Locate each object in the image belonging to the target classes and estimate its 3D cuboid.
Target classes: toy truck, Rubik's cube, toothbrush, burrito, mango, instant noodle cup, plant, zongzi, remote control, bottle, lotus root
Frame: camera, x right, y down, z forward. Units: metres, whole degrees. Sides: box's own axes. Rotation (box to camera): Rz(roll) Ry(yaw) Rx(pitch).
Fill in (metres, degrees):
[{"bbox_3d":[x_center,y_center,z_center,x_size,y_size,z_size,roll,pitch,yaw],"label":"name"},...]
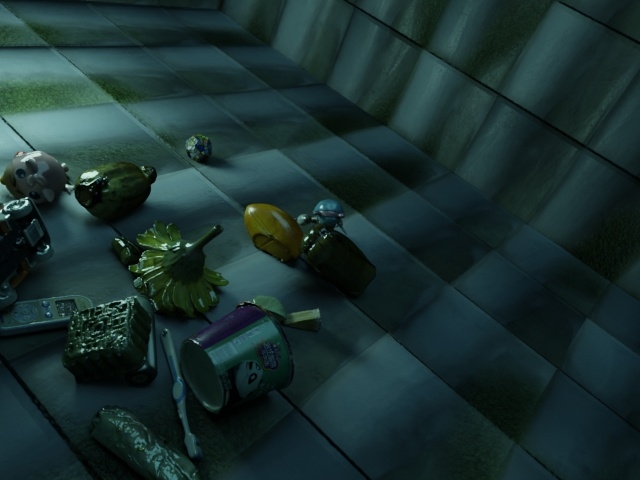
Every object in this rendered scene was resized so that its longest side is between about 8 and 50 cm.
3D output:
[{"bbox_3d":[-0.830,0.054,1.358,0.207,0.173,0.387,-4,33,9],"label":"toy truck"},{"bbox_3d":[-0.488,-0.371,2.266,0.111,0.111,0.093,28,61,4],"label":"Rubik's cube"},{"bbox_3d":[-0.350,0.362,1.390,0.040,0.040,0.386,2,40,-32],"label":"toothbrush"},{"bbox_3d":[-0.366,0.460,1.220,0.309,0.066,0.096,34,39,13],"label":"burrito"},{"bbox_3d":[-0.162,-0.034,1.977,0.252,0.154,0.126,42,27,0],"label":"mango"},{"bbox_3d":[-0.217,0.298,1.402,0.190,0.251,0.251,-22,55,-39],"label":"instant noodle cup"},{"bbox_3d":[-0.403,0.079,1.609,0.261,0.297,0.305,-43,95,-27],"label":"plant"},{"bbox_3d":[0.000,0.000,1.953,0.360,0.160,0.323,50,3,42],"label":"zongzi"},{"bbox_3d":[-0.690,0.186,1.401,0.245,0.047,0.087,-5,40,-37],"label":"remote control"},{"bbox_3d":[-0.561,0.028,1.706,0.109,0.055,0.119,44,25,28],"label":"zongzi"},{"bbox_3d":[-0.453,0.246,1.439,0.096,0.079,0.253,-11,43,-11],"label":"bottle"},{"bbox_3d":[-0.650,-0.168,1.824,0.173,0.173,0.309,35,30,14],"label":"lotus root"}]

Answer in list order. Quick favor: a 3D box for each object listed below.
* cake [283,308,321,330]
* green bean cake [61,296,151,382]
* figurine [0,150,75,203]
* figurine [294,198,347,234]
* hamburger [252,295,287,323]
[{"bbox_3d":[-0.060,0.251,1.751,0.121,0.065,0.052,-6,40,-6],"label":"cake"},{"bbox_3d":[-0.507,0.230,1.344,0.182,0.094,0.173,-13,44,3],"label":"green bean cake"},{"bbox_3d":[-0.875,-0.195,1.744,0.186,0.176,0.287,-31,33,-6],"label":"figurine"},{"bbox_3d":[0.009,-0.089,2.105,0.206,0.102,0.260,14,-9,2],"label":"figurine"},{"bbox_3d":[-0.160,0.206,1.727,0.121,0.054,0.084,18,30,-17],"label":"hamburger"}]
